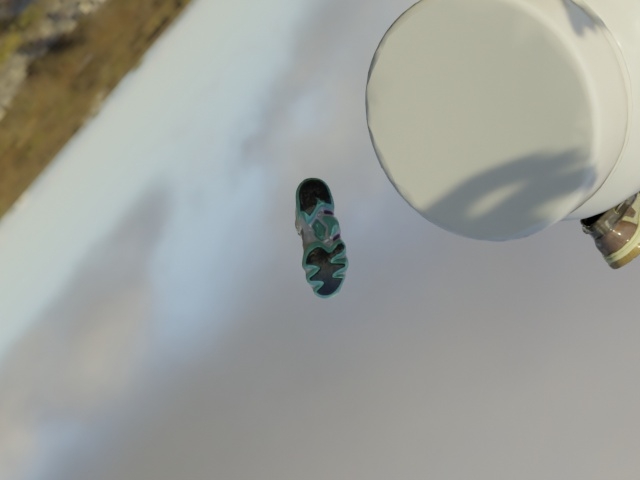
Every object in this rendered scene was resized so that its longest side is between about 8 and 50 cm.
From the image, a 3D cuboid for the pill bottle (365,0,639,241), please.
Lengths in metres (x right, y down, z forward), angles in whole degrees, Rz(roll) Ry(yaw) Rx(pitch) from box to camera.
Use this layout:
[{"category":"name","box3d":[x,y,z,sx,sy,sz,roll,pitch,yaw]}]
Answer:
[{"category":"pill bottle","box3d":[0.193,-0.132,1.113,0.204,0.204,0.361,-41,173,37]}]

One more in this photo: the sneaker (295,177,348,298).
[{"category":"sneaker","box3d":[0.000,0.000,1.227,0.038,0.098,0.069,-5,175,-3]}]

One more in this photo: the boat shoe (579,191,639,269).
[{"category":"boat shoe","box3d":[0.235,-0.031,1.212,0.056,0.049,0.152,-37,-164,16]}]
